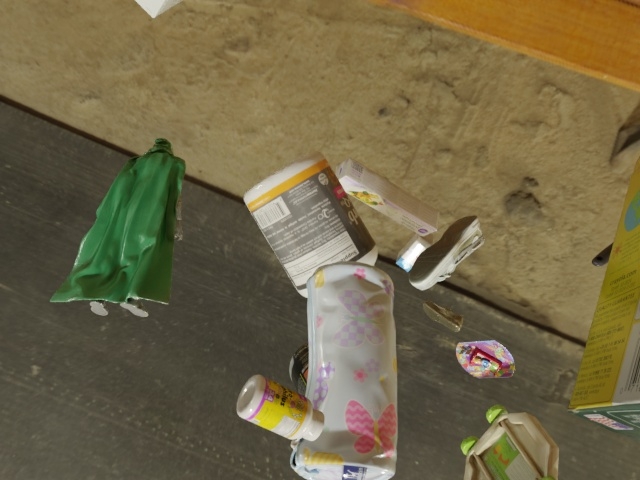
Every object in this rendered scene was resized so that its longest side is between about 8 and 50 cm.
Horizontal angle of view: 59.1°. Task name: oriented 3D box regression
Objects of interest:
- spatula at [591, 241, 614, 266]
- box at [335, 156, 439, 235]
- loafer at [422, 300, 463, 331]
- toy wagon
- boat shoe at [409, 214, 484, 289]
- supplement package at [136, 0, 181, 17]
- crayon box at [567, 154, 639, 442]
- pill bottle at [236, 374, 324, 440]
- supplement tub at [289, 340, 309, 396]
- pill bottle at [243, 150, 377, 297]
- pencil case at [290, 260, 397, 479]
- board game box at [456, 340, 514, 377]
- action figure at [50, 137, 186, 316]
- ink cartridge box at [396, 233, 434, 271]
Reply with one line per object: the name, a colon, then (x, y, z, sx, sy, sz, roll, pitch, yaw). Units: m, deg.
spatula: (0.733, -0.020, 1.334, 0.296, 0.084, 0.030, -36, 130, -23)
box: (0.180, -0.112, 1.507, 0.323, 0.063, 0.067, 27, 61, -25)
loafer: (0.396, 0.239, 1.820, 0.148, 0.056, 0.050, 36, 60, 29)
toy wagon: (0.452, 0.602, 1.439, 0.068, 0.267, 0.345, 26, 107, -22)
boat shoe: (0.379, 0.047, 1.650, 0.320, 0.118, 0.103, -42, 108, -34)
supplement package: (-0.210, -0.428, 0.823, 0.105, 0.105, 0.179, 44, 47, -12)
crayon box: (0.327, 0.005, 0.476, 0.081, 0.202, 0.319, 22, 73, 7)
pill bottle: (-0.038, 0.167, 0.555, 0.083, 0.043, 0.044, 32, 81, -22)
supplement tub: (0.034, 0.472, 1.804, 0.206, 0.338, 0.207, -5, 107, -16)
pill bottle: (0.000, 0.000, 0.981, 0.162, 0.162, 0.279, -32, 96, -9)
pencil case: (0.034, 0.163, 0.712, 0.123, 0.114, 0.273, 5, 59, 0)
board game box: (0.463, 0.349, 1.602, 0.033, 0.168, 0.133, -45, 113, -44)
action figure: (-0.207, -0.027, 0.656, 0.137, 0.064, 0.233, 3, 59, 9)
ink cartridge box: (0.297, 0.026, 1.764, 0.052, 0.088, 0.122, 36, 117, -2)
